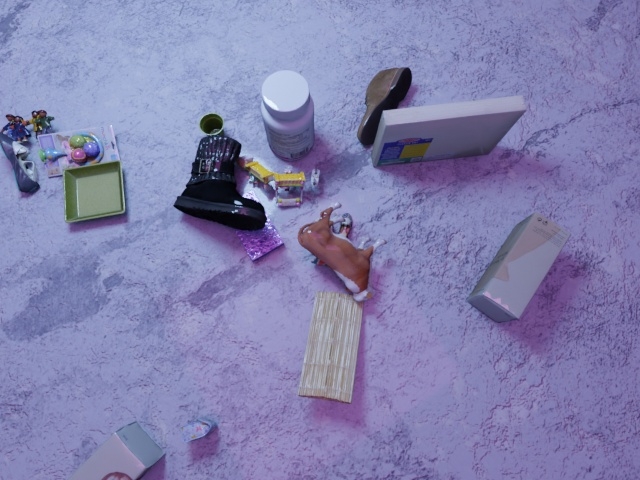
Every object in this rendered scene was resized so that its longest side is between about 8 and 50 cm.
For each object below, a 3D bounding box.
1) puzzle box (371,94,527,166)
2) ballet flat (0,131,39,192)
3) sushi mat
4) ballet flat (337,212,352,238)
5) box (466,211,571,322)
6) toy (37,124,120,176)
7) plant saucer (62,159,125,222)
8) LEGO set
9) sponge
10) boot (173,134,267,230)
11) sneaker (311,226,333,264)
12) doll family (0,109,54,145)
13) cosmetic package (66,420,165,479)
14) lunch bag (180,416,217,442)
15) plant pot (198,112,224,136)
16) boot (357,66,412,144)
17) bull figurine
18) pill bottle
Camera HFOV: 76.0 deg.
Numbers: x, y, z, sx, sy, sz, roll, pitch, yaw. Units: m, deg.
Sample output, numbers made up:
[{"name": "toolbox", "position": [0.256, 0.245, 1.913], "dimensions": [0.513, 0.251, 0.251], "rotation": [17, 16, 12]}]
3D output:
[{"name": "puzzle box", "position": [0.373, -0.329, 1.267], "dimensions": [0.409, 0.272, 0.052], "rotation": [-7, 75, -3]}, {"name": "ballet flat", "position": [-0.965, -0.256, 1.320], "dimensions": [0.074, 0.074, 0.203], "rotation": [-19, 95, -6]}, {"name": "sushi mat", "position": [0.036, 0.298, 1.183], "dimensions": [0.152, 0.019, 0.316], "rotation": [9, 60, 3]}, {"name": "ballet flat", "position": [0.079, -0.039, 1.304], "dimensions": [0.041, 0.041, 0.114], "rotation": [12, 75, 3]}, {"name": "box", "position": [0.588, 0.084, 1.224], "dimensions": [0.121, 0.148, 0.311], "rotation": [36, 76, 10]}, {"name": "toy", "position": [-0.793, -0.294, 1.333], "dimensions": [0.237, 0.056, 0.136], "rotation": [-10, 97, -2]}, {"name": "plant saucer", "position": [-0.721, -0.153, 1.321], "dimensions": [0.189, 0.045, 0.188], "rotation": [-11, 75, -3]}, {"name": "LEGO set", "position": [-0.148, -0.186, 1.330], "dimensions": [0.287, 0.107, 0.132], "rotation": [11, 40, 7]}, {"name": "sponge", "position": [-0.216, -0.048, 1.307], "dimensions": [0.117, 0.031, 0.210], "rotation": [-30, 78, -8]}, {"name": "boot", "position": [-0.279, -0.186, 1.251], "dimensions": [0.348, 0.131, 0.260], "rotation": [14, 75, 25]}, {"name": "sneaker", "position": [0.000, 0.000, 1.283], "dimensions": [0.075, 0.057, 0.161], "rotation": [1, 78, -6]}, {"name": "doll family", "position": [-0.975, -0.380, 1.363], "dimensions": [0.193, 0.076, 0.111], "rotation": [-13, 95, -9]}, {"name": "cosmetic package", "position": [-0.575, 0.639, 1.057], "dimensions": [0.129, 0.153, 0.296], "rotation": [42, 80, 8]}, {"name": "lunch bag", "position": [-0.334, 0.519, 1.133], "dimensions": [0.083, 0.071, 0.053], "rotation": [-16, 72, -3]}, {"name": "plant pot", "position": [-0.355, -0.369, 1.366], "dimensions": [0.083, 0.079, 0.083], "rotation": [0, 75, -1]}, {"name": "boot", "position": [0.195, -0.461, 1.407], "dimensions": [0.115, 0.112, 0.305], "rotation": [24, 79, 36]}, {"name": "bull figurine", "position": [0.080, 0.038, 1.217], "dimensions": [0.310, 0.101, 0.188], "rotation": [40, 68, -13]}, {"name": "pill bottle", "position": [-0.098, -0.379, 1.267], "dimensions": [0.160, 0.283, 0.160], "rotation": [0, 75, -1]}]
